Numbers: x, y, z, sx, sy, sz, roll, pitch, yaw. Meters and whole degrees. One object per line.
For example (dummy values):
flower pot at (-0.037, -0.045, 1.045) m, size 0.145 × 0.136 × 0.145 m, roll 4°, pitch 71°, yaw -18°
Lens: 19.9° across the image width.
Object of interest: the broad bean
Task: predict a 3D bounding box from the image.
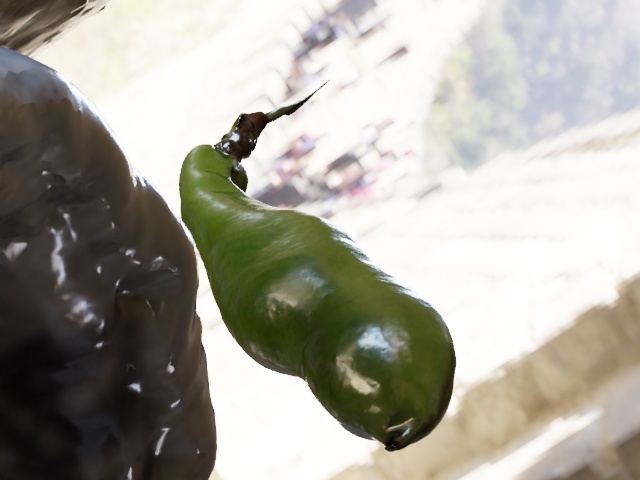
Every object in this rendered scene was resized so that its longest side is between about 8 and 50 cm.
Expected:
broad bean at (-0.010, 0.006, 0.854) m, size 0.056 × 0.098 × 0.318 m, roll 53°, pitch 7°, yaw -32°

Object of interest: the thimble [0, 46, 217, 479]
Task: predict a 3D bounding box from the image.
thimble at (-0.133, 0.063, 0.398) m, size 0.217 × 0.157 × 0.245 m, roll -59°, pitch 152°, yaw -46°

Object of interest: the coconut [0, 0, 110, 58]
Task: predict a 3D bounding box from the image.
coconut at (-0.204, -0.193, 0.549) m, size 0.352 × 0.352 × 0.352 m, roll 54°, pitch 10°, yaw -14°
